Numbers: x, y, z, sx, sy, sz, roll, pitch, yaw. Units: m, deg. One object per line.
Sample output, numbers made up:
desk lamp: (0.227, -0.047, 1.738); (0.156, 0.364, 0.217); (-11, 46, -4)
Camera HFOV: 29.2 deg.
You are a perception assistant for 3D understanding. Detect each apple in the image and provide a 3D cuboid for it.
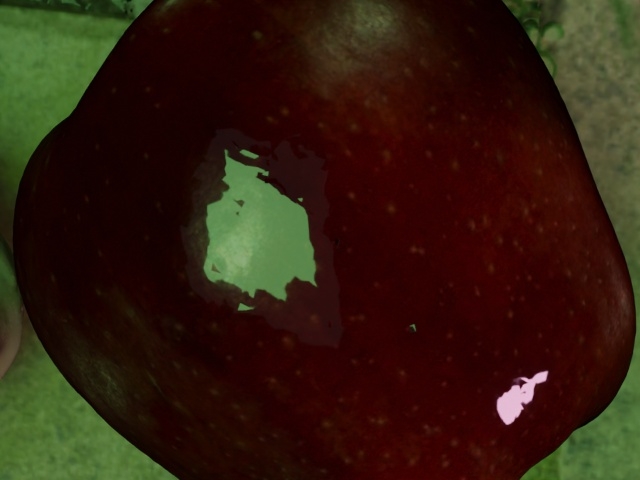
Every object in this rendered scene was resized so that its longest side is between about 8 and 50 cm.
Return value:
apple: (0.000, 0.000, 0.629); (0.288, 0.288, 0.317); (-37, 98, 16)

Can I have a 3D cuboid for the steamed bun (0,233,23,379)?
steamed bun: (-0.266, 0.033, 0.761); (0.218, 0.144, 0.211); (31, 95, 35)
